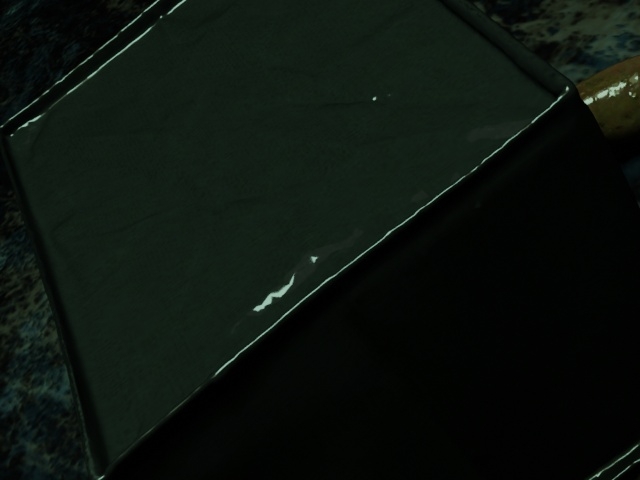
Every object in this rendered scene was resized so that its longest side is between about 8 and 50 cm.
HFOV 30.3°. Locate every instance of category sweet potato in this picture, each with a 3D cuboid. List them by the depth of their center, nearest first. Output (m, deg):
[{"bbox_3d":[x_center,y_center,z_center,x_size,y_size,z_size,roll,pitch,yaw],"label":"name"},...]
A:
[{"bbox_3d":[0.237,-0.104,0.679,0.214,0.050,0.050,-21,41,17],"label":"sweet potato"}]

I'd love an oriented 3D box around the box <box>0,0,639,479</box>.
[{"bbox_3d":[0.001,0.001,0.640,0.251,0.204,0.345,-38,37,2],"label":"box"}]
